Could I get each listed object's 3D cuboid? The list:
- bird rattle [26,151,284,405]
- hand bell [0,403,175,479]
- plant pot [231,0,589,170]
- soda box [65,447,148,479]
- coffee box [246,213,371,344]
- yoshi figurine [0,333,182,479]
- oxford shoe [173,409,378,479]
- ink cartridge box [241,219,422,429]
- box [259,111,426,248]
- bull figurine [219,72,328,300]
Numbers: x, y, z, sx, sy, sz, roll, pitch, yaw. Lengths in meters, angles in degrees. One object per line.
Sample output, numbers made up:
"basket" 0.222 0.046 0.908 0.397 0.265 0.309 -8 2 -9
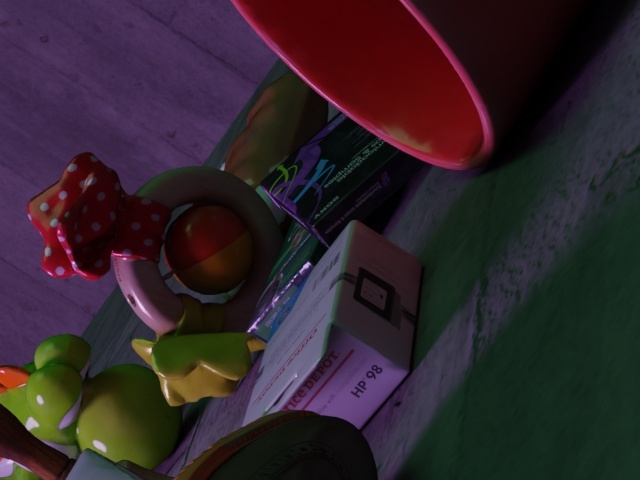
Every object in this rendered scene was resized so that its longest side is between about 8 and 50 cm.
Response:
"bird rattle" -0.131 0.019 1.358 0.207 0.253 0.143 -35 -3 -33
"hand bell" -0.201 0.174 1.143 0.126 0.242 0.126 -54 11 15
"plant pot" 0.085 -0.226 1.026 0.243 0.275 0.275 -48 7 -13
"soda box" -0.181 0.294 1.021 0.091 0.098 0.286 18 73 53
"coffee box" 0.000 0.000 1.301 0.113 0.040 0.184 -48 13 41
"yoshi figurine" -0.240 0.226 1.546 0.203 0.203 0.362 -18 -26 -25
"oxford shoe" -0.007 0.178 0.654 0.132 0.130 0.364 -17 18 20
"ink cartridge box" 0.008 0.076 0.962 0.104 0.060 0.180 -52 11 26
"box" 0.019 -0.059 1.247 0.116 0.029 0.162 -42 24 -4
"bull figurine" -0.070 -0.050 1.631 0.188 0.101 0.310 -49 13 49
